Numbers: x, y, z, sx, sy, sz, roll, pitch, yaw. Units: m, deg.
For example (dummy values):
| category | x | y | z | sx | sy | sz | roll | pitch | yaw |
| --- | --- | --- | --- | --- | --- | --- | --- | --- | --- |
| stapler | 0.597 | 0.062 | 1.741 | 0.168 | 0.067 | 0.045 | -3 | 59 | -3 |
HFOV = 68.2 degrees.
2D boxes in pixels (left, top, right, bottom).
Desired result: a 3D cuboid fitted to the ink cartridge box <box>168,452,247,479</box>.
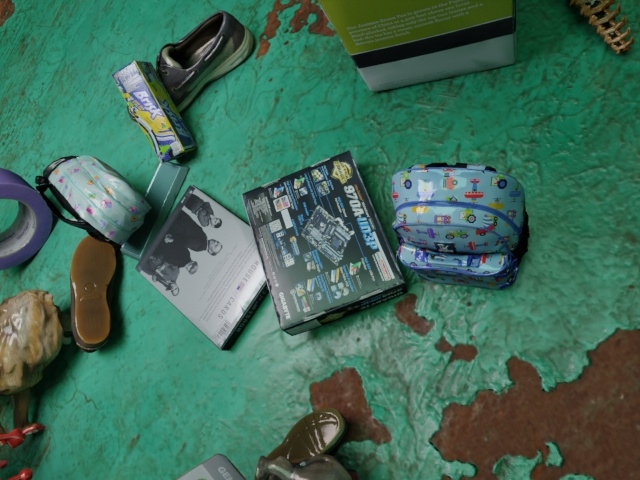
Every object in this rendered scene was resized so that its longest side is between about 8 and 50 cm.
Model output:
| category | x | y | z | sx | sy | sz | roll | pitch | yaw |
| --- | --- | --- | --- | --- | --- | --- | --- | --- | --- |
| ink cartridge box | -0.112 | 0.392 | 0.404 | 0.309 | 0.272 | 0.130 | 40 | 120 | 26 |

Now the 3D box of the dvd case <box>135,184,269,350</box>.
| category | x | y | z | sx | sy | sz | roll | pitch | yaw |
| --- | --- | --- | --- | --- | --- | --- | --- | --- | --- |
| dvd case | -0.182 | 0.036 | 0.768 | 0.239 | 0.029 | 0.179 | 34 | 90 | 28 |

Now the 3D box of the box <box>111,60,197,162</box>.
| category | x | y | z | sx | sy | sz | roll | pitch | yaw |
| --- | --- | --- | --- | --- | --- | --- | --- | --- | --- |
| box | -0.290 | -0.225 | 0.835 | 0.054 | 0.059 | 0.169 | -23 | 102 | 16 |

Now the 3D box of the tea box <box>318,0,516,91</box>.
| category | x | y | z | sx | sy | sz | roll | pitch | yaw |
| --- | --- | --- | --- | --- | --- | --- | --- | --- | --- |
| tea box | 0.119 | -0.425 | 0.596 | 0.220 | 0.323 | 0.329 | -5 | 76 | 21 |

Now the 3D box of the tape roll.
| category | x | y | z | sx | sy | sz | roll | pitch | yaw |
| --- | --- | --- | --- | --- | --- | --- | --- | --- | --- |
| tape roll | -0.628 | -0.040 | 0.904 | 0.080 | 0.189 | 0.189 | 33 | 89 | 29 |

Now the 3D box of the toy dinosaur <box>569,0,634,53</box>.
| category | x | y | z | sx | sy | sz | roll | pitch | yaw |
| --- | --- | --- | --- | --- | --- | --- | --- | --- | --- |
| toy dinosaur | 0.362 | -0.411 | 0.600 | 0.218 | 0.164 | 0.322 | -9 | 114 | 20 |

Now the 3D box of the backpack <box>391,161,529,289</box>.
| category | x | y | z | sx | sy | sz | roll | pitch | yaw |
| --- | --- | --- | --- | --- | --- | --- | --- | --- | --- |
| backpack | 0.157 | -0.019 | 0.549 | 0.158 | 0.173 | 0.116 | 7 | 77 | 25 |

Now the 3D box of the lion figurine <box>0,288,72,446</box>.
| category | x | y | z | sx | sy | sz | roll | pitch | yaw |
| --- | --- | --- | --- | --- | --- | --- | --- | --- | --- |
| lion figurine | -0.613 | 0.238 | 0.830 | 0.392 | 0.142 | 0.240 | -15 | 82 | 12 |

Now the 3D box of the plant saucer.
| category | x | y | z | sx | sy | sz | roll | pitch | yaw |
| --- | --- | --- | --- | --- | --- | --- | --- | --- | --- |
| plant saucer | -0.305 | -0.056 | 0.860 | 0.067 | 0.018 | 0.192 | 19 | 84 | 28 |

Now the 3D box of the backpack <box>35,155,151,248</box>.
| category | x | y | z | sx | sy | sz | roll | pitch | yaw |
| --- | --- | --- | --- | --- | --- | --- | --- | --- | --- |
| backpack | -0.381 | -0.070 | 0.815 | 0.182 | 0.152 | 0.115 | 33 | 85 | 37 |

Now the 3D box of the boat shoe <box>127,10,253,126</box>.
| category | x | y | z | sx | sy | sz | roll | pitch | yaw |
| --- | --- | --- | --- | --- | --- | --- | --- | --- | --- |
| boat shoe | -0.260 | -0.321 | 0.877 | 0.285 | 0.092 | 0.102 | -30 | 64 | 13 |

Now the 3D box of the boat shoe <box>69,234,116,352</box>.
| category | x | y | z | sx | sy | sz | roll | pitch | yaw |
| --- | --- | --- | --- | --- | --- | --- | --- | --- | --- |
| boat shoe | -0.402 | 0.092 | 0.828 | 0.073 | 0.073 | 0.207 | -47 | 44 | 52 |

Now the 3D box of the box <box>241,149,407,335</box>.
| category | x | y | z | sx | sy | sz | roll | pitch | yaw |
| --- | --- | --- | --- | --- | --- | --- | --- | --- | --- |
| box | 0.000 | 0.000 | 0.667 | 0.175 | 0.051 | 0.220 | -22 | 66 | 5 |

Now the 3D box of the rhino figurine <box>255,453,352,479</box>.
| category | x | y | z | sx | sy | sz | roll | pitch | yaw |
| --- | --- | --- | --- | --- | --- | --- | --- | --- | --- |
| rhino figurine | -0.002 | 0.359 | 0.539 | 0.106 | 0.073 | 0.243 | -8 | 90 | 12 |

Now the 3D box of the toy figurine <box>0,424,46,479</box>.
| category | x | y | z | sx | sy | sz | roll | pitch | yaw |
| --- | --- | --- | --- | --- | --- | --- | --- | --- | --- |
| toy figurine | -0.584 | 0.357 | 0.714 | 0.217 | 0.191 | 0.362 | 36 | 114 | 29 |

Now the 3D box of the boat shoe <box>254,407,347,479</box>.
| category | x | y | z | sx | sy | sz | roll | pitch | yaw |
| --- | --- | --- | --- | --- | --- | --- | --- | --- | --- |
| boat shoe | -0.020 | 0.273 | 0.611 | 0.152 | 0.049 | 0.056 | -42 | 43 | 12 |
